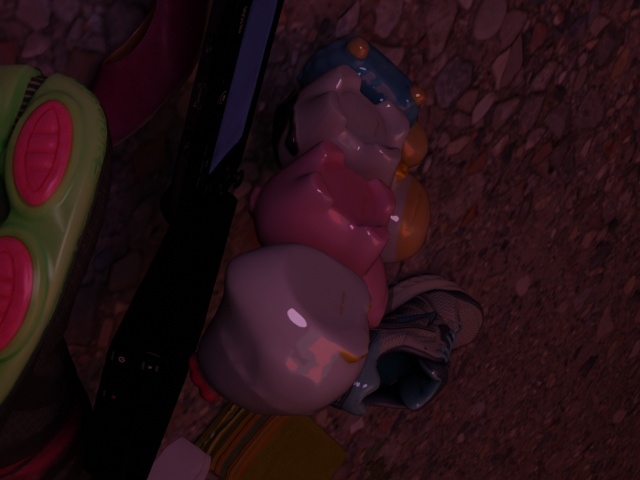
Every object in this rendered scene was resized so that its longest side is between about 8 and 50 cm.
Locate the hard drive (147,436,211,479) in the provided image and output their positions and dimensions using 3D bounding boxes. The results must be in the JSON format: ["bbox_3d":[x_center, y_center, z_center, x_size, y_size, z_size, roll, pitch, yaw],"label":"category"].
[{"bbox_3d":[-0.177,0.294,0.951,0.203,0.040,0.307,-51,171,-35],"label":"hard drive"}]

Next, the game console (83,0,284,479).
[{"bbox_3d":[-0.073,-0.026,0.749,0.213,0.044,0.361,-76,-178,-61],"label":"game console"}]

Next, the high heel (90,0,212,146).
[{"bbox_3d":[-0.111,-0.169,0.779,0.117,0.082,0.244,35,107,-22],"label":"high heel"}]

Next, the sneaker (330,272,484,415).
[{"bbox_3d":[0.080,0.114,1.185,0.283,0.122,0.110,-10,125,-47],"label":"sneaker"}]

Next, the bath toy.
[{"bbox_3d":[0.000,0.000,0.858,0.129,0.151,0.348,-38,-162,32],"label":"bath toy"}]

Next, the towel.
[{"bbox_3d":[-0.042,0.210,1.204,0.102,0.021,0.237,-50,146,-8],"label":"towel"}]

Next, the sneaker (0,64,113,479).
[{"bbox_3d":[-0.233,0.107,0.782,0.202,0.185,0.483,-30,145,-63],"label":"sneaker"}]
